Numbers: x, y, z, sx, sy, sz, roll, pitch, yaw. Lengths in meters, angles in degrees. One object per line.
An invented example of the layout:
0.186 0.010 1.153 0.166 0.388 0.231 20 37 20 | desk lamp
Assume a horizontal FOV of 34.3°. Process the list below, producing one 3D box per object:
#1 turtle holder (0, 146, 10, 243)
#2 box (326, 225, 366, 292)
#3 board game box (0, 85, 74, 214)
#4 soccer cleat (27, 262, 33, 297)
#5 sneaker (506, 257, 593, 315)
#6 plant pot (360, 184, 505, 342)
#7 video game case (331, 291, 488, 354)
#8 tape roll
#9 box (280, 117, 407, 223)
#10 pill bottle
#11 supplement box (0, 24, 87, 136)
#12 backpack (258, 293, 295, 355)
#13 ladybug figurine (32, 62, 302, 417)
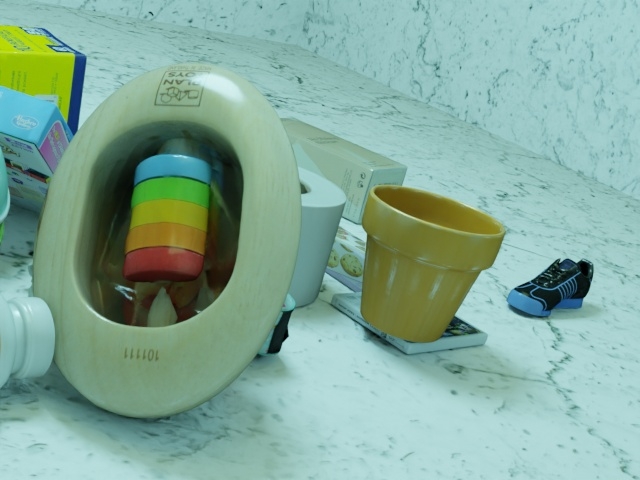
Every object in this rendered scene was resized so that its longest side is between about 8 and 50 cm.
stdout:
-0.508 -0.061 1.244 0.243 0.227 0.320 23 28 5 | turtle holder
0.000 0.000 1.809 0.063 0.067 0.324 1 24 -42 | box
-0.462 -0.132 1.512 0.242 0.064 0.316 19 -20 8 | board game box
-0.326 0.074 1.302 0.076 0.068 0.196 -13 28 -13 | soccer cleat
0.423 0.079 1.898 0.081 0.090 0.232 29 21 35 | sneaker
0.145 0.040 1.528 0.205 0.187 0.205 15 16 -4 | plant pot
0.140 0.124 1.623 0.190 0.022 0.173 0 23 -45 | video game case
-0.098 -0.021 1.610 0.246 0.169 0.246 14 17 -4 | tape roll
0.009 -0.152 2.192 0.311 0.121 0.148 26 21 29 | box
-0.384 0.104 1.052 0.208 0.117 0.118 1 23 -40 | pill bottle
-0.618 -0.264 1.805 0.357 0.195 0.194 -5 27 -38 | supplement box
-0.141 0.065 1.359 0.189 0.144 0.166 2 27 -23 | backpack
-0.166 -0.003 1.208 0.305 0.449 0.162 3 -25 10 | ladybug figurine
